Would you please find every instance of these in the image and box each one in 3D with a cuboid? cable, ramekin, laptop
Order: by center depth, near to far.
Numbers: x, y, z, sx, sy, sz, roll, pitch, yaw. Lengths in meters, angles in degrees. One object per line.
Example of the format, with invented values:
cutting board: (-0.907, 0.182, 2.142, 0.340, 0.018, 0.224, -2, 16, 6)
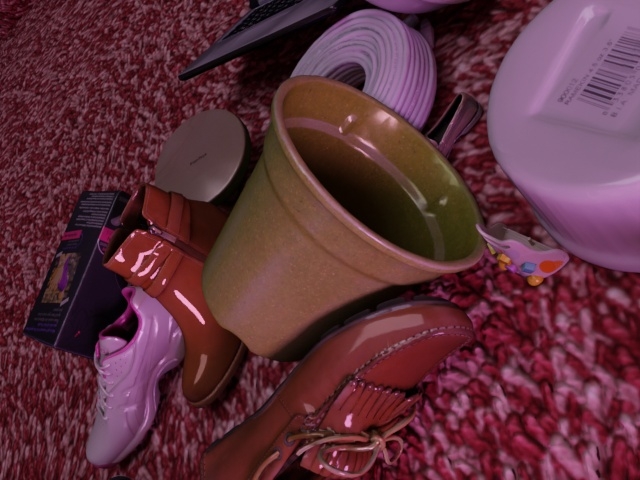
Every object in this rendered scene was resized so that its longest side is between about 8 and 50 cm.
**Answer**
ramekin: (0.290, -0.121, 0.603, 0.277, 0.135, 0.277, -23, 53, 35)
cable: (0.046, -0.195, 0.931, 0.257, 0.089, 0.257, -29, 50, 32)
laptop: (-0.078, -0.515, 1.115, 0.382, 0.236, 0.408, -8, 37, 44)

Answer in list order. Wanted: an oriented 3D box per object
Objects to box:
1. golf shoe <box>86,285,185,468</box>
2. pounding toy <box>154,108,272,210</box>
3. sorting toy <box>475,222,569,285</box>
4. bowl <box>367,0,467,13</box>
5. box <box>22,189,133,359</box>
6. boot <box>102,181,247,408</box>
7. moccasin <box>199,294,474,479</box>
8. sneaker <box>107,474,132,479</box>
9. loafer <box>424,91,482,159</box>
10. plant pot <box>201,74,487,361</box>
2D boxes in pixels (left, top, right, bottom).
golf shoe: (-0.304, 0.203, 1.024, 0.115, 0.140, 0.306, 24, 87, 48)
pounding toy: (-0.145, -0.113, 1.081, 0.237, 0.110, 0.182, -4, 67, 30)
sorting toy: (0.193, 0.006, 0.674, 0.083, 0.075, 0.044, 34, 93, 50)
bowl: (0.098, -0.422, 0.898, 0.134, 0.298, 0.297, -30, 45, 61)
box: (-0.358, 0.066, 1.136, 0.143, 0.165, 0.270, 5, 72, 46)
boot: (-0.199, 0.074, 0.925, 0.109, 0.220, 0.283, 2, 69, 46)
moccasin: (0.013, 0.200, 0.702, 0.380, 0.139, 0.147, -41, 51, 18)
sneaker: (-0.337, 0.441, 0.963, 0.081, 0.080, 0.211, -8, 53, 63)
loafer: (0.147, -0.130, 0.827, 0.125, 0.039, 0.045, -51, 42, 11)
plant pot: (0.000, 0.000, 0.761, 0.254, 0.276, 0.276, -49, 40, 32)
